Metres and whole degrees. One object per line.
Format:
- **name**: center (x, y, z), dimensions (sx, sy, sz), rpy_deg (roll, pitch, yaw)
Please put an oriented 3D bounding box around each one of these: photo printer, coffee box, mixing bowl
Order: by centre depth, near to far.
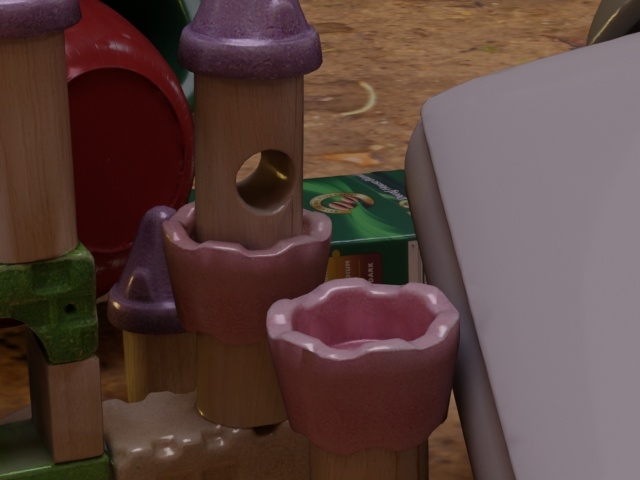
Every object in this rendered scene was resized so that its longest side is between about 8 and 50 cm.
- **photo printer**: center (0.172, 0.040, 0.634), dimensions (0.256, 0.107, 0.307), rpy_deg (-13, 39, 4)
- **mixing bowl**: center (-0.126, -0.041, 0.893), dimensions (0.181, 0.181, 0.098), rpy_deg (-18, 18, -38)
- **coffee box**: center (0.000, 0.000, 0.992), dimensions (0.184, 0.040, 0.113), rpy_deg (-5, 20, -10)

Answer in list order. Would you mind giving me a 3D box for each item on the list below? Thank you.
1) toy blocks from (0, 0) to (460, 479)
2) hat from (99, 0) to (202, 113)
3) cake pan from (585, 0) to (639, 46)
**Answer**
- **toy blocks**: center (-0.133, -0.008, 0.697), dimensions (0.288, 0.260, 0.309), rpy_deg (-9, 21, -19)
- **hat**: center (-0.168, -0.108, 1.338), dimensions (0.173, 0.183, 0.208), rpy_deg (-5, 63, -11)
- **cake pan**: center (0.245, -0.068, 0.818), dimensions (0.293, 0.293, 0.054), rpy_deg (-2, 53, 0)
